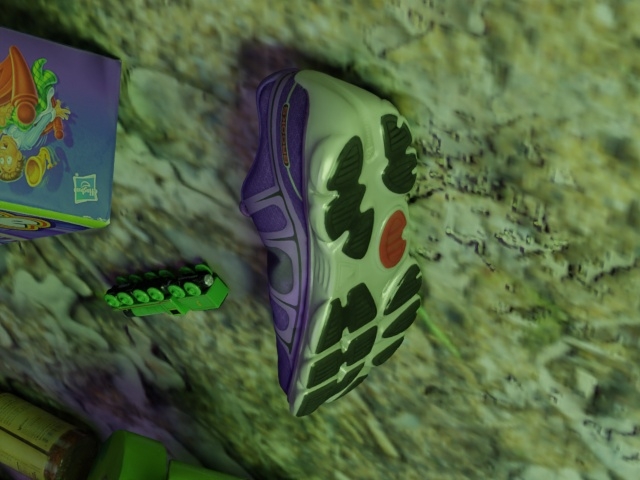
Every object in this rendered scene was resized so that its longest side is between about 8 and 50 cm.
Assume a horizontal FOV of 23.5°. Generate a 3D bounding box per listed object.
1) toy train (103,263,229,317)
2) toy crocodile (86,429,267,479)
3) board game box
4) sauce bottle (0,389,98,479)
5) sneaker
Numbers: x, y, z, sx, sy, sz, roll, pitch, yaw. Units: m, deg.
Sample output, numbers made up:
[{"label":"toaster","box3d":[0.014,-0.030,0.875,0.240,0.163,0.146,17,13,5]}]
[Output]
[{"label":"toy train","box3d":[-0.078,0.027,0.767,0.083,0.017,0.023,-10,131,47]},{"label":"toy crocodile","box3d":[-0.103,0.188,0.848,0.115,0.105,0.340,23,149,-19]},{"label":"board game box","box3d":[-0.294,-0.059,0.641,0.347,0.078,0.233,12,166,-42]},{"label":"sauce bottle","box3d":[-0.195,0.112,0.940,0.128,0.042,0.042,25,141,27]},{"label":"sneaker","box3d":[0.000,0.000,0.646,0.071,0.068,0.169,35,137,35]}]
